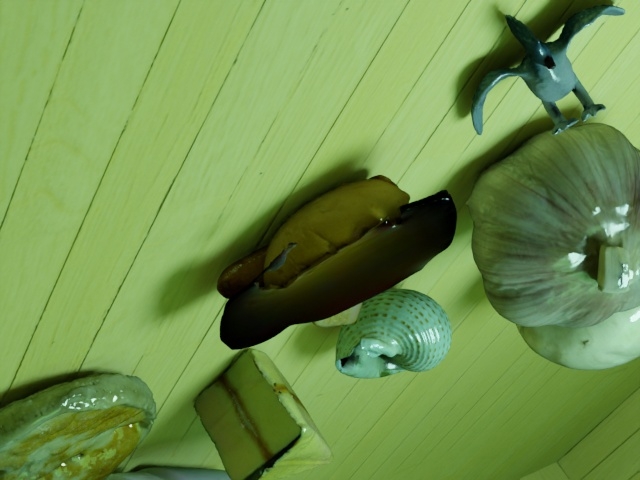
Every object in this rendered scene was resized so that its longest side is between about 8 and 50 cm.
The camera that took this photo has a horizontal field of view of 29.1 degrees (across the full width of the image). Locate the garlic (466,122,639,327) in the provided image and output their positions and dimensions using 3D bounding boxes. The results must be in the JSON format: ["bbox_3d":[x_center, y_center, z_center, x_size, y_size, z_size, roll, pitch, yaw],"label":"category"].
[{"bbox_3d":[0.363,-0.020,1.784,0.321,0.322,0.241,-18,-179,-32],"label":"garlic"}]

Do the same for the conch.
[{"bbox_3d":[0.110,0.140,1.941,0.172,0.131,0.200,-16,154,38],"label":"conch"}]

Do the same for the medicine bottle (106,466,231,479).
[{"bbox_3d":[-0.246,0.488,2.052,0.219,0.219,0.388,-39,158,13],"label":"medicine bottle"}]

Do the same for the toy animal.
[{"bbox_3d":[0.280,-0.220,1.516,0.239,0.176,0.255,-33,-168,7],"label":"toy animal"}]

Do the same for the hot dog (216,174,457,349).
[{"bbox_3d":[0.003,0.002,1.566,0.326,0.107,0.194,-20,146,-7],"label":"hot dog"}]

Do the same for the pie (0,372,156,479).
[{"bbox_3d":[-0.368,0.282,1.671,0.339,0.077,0.339,-27,153,-15],"label":"pie"}]

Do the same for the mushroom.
[{"bbox_3d":[0.458,0.085,2.068,0.356,0.315,0.315,-19,155,-53],"label":"mushroom"}]

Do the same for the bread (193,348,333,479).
[{"bbox_3d":[-0.045,0.266,1.951,0.163,0.168,0.264,-46,157,27],"label":"bread"}]

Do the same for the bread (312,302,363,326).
[{"bbox_3d":[0.023,0.073,1.784,0.082,0.056,0.115,-6,137,-15],"label":"bread"}]
